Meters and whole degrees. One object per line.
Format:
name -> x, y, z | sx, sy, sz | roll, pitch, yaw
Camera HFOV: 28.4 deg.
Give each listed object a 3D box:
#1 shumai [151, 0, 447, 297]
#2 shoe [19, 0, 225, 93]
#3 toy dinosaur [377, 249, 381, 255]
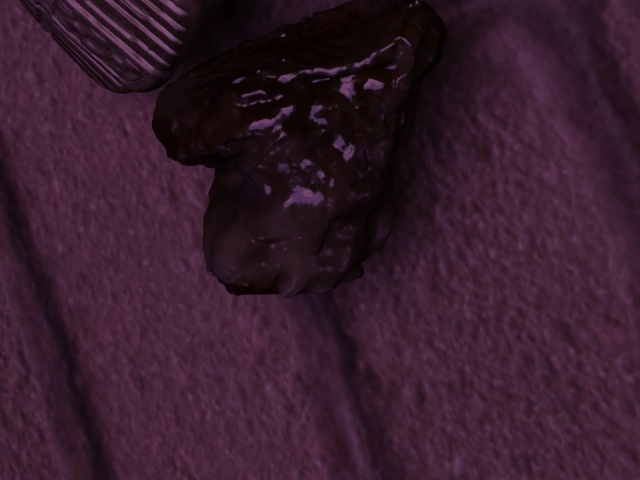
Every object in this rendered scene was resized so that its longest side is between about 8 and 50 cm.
shumai -> 0.008, -0.057, 0.886 | 0.218, 0.184, 0.185 | -22, 108, 12
shoe -> -0.089, -0.241, 0.893 | 0.172, 0.198, 0.351 | 50, 146, -11
toy dinosaur -> 0.000, 0.000, 0.965 | 0.083, 0.021, 0.062 | 48, 110, 15
